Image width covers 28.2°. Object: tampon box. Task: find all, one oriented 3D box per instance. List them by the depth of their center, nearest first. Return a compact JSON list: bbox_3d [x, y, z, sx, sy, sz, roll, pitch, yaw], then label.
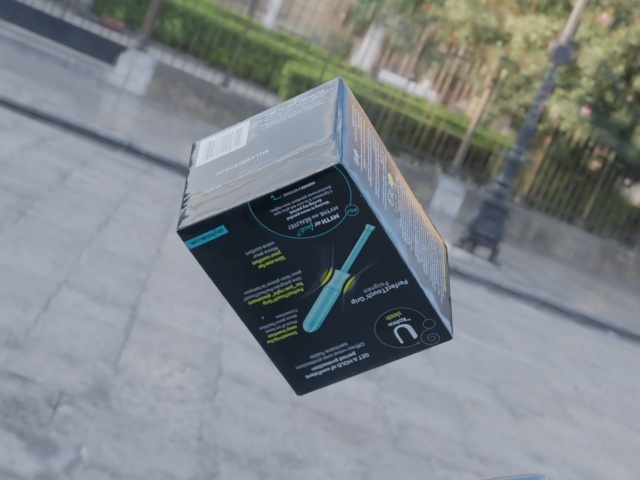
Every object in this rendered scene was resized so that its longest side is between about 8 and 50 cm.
[{"bbox_3d":[0.000,0.000,0.840,0.161,0.120,0.101,56,21,-32],"label":"tampon box"}]

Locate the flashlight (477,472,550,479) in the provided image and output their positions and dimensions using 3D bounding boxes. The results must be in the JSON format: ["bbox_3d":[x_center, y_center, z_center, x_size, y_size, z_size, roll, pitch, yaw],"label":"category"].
[{"bbox_3d":[-0.026,0.191,0.634,0.304,0.103,0.103,-12,41,8],"label":"flashlight"}]
